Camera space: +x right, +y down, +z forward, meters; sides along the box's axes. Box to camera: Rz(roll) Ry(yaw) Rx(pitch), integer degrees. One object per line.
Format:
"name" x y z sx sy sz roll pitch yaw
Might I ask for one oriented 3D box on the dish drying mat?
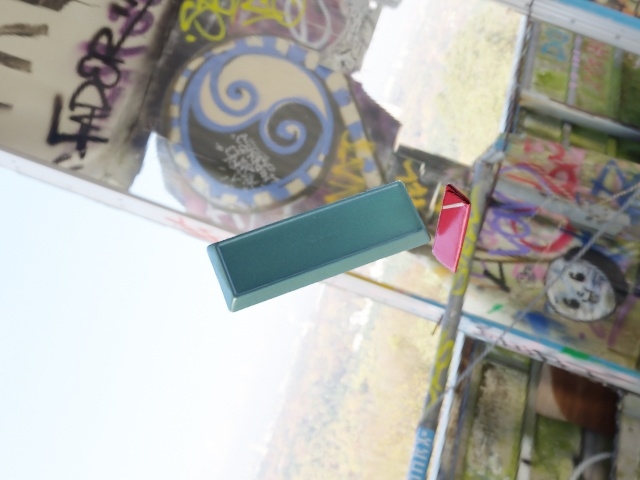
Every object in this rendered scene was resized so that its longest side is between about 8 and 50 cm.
"dish drying mat" 0.113 -0.009 0.620 0.008 0.032 0.083 -26 -38 -26

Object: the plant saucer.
"plant saucer" 0.000 0.000 0.623 0.018 0.192 0.067 96 152 -66
